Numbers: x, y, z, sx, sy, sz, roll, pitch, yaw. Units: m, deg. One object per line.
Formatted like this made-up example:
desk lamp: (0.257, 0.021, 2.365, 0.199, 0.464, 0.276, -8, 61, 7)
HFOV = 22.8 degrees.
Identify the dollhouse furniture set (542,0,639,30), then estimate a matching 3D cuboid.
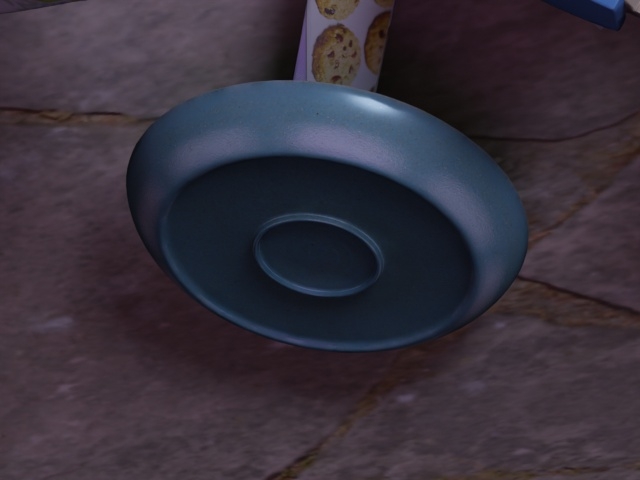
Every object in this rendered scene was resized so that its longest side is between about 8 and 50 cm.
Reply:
dollhouse furniture set: (0.255, -0.250, 1.042, 0.303, 0.198, 0.286, 27, 88, 18)

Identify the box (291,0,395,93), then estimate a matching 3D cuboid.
box: (0.026, -0.196, 1.121, 0.067, 0.063, 0.324, 12, 127, -2)

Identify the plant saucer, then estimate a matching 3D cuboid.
plant saucer: (0.000, 0.000, 1.228, 0.318, 0.043, 0.317, 8, 144, 6)

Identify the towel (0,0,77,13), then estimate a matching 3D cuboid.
towel: (-0.279, -0.256, 0.976, 0.374, 0.090, 0.320, 1, 155, 43)
